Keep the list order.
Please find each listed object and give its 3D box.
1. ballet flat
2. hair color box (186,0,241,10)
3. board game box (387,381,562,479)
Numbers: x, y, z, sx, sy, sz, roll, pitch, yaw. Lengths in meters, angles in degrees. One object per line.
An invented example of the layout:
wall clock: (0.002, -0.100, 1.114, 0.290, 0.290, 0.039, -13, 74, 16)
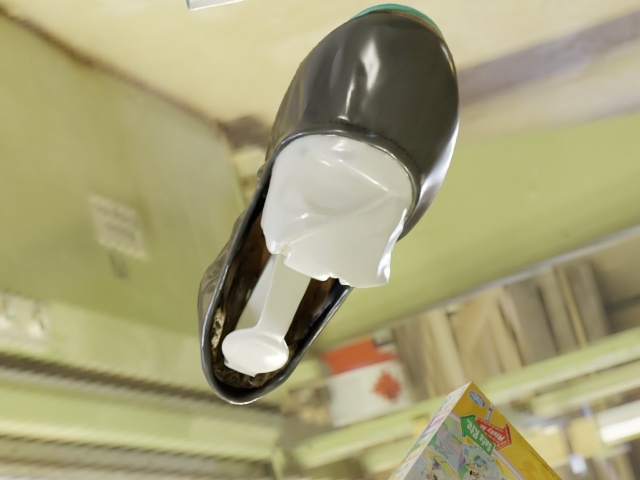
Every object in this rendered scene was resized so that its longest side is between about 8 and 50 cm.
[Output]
ballet flat: (0.000, 0.000, 0.921, 0.095, 0.096, 0.280, 20, 139, -6)
hair color box: (-0.029, -0.313, 1.025, 0.174, 0.105, 0.347, -11, 137, 0)
board game box: (0.117, 0.179, 1.091, 0.026, 0.154, 0.103, -36, -171, 45)
